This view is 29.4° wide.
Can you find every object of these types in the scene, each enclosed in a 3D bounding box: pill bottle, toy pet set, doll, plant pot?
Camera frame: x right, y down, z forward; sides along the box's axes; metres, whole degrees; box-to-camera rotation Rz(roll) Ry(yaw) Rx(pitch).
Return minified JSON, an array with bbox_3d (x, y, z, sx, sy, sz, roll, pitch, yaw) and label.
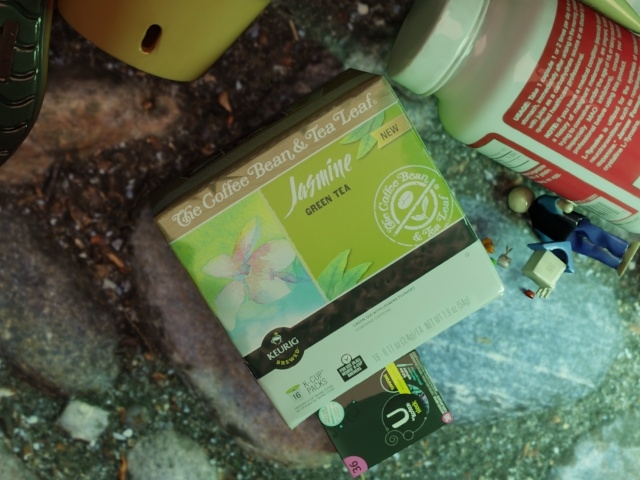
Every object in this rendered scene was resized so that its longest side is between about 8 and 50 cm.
[{"bbox_3d":[0.302,-0.192,1.579,0.407,0.229,0.229,27,95,-14],"label":"pill bottle"},{"bbox_3d":[0.291,0.021,1.685,0.122,0.114,0.065,39,78,-16],"label":"toy pet set"},{"bbox_3d":[0.340,-0.015,1.680,0.189,0.129,0.046,31,65,13],"label":"doll"},{"bbox_3d":[-0.185,-0.328,1.461,0.290,0.291,0.203,27,112,-13],"label":"plant pot"}]

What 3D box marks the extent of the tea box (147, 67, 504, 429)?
[{"bbox_3d":[0.000,0.000,1.566,0.329,0.220,0.324,-33,103,-2],"label":"tea box"}]

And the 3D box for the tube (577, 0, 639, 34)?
[{"bbox_3d":[0.333,-0.342,1.583,0.240,0.062,0.070,39,52,-9],"label":"tube"}]

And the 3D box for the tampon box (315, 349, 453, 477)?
[{"bbox_3d":[0.077,0.224,1.681,0.161,0.101,0.120,-30,103,-3],"label":"tampon box"}]

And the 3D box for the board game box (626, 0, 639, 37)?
[{"bbox_3d":[0.504,-0.450,1.657,0.390,0.050,0.390,39,91,-14],"label":"board game box"}]

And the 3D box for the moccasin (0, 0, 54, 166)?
[{"bbox_3d":[-0.402,-0.253,1.487,0.139,0.147,0.380,4,120,-18],"label":"moccasin"}]
